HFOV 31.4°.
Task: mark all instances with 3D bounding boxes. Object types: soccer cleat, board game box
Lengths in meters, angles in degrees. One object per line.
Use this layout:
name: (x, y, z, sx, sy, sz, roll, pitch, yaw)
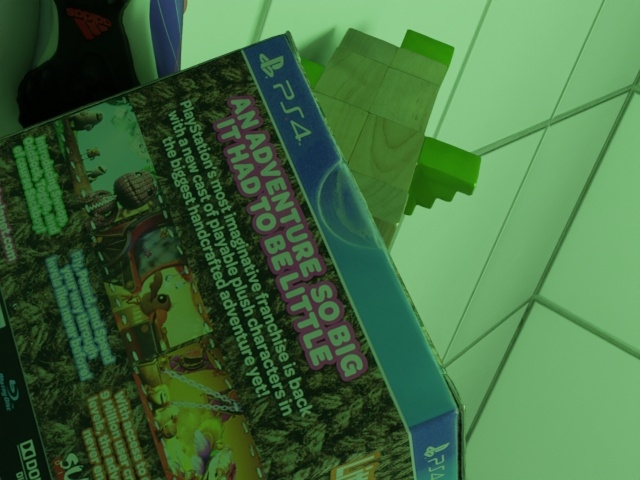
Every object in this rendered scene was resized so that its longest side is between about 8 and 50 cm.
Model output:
soccer cleat: (-0.114, -0.138, 0.661, 0.318, 0.108, 0.116, 96, 17, -51)
board game box: (-0.102, 0.064, 0.598, 0.291, 0.232, 0.141, -21, 152, -4)

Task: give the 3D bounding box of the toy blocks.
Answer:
toy blocks: (0.000, 0.000, 0.963, 0.381, 0.190, 0.261, -67, 179, -56)
